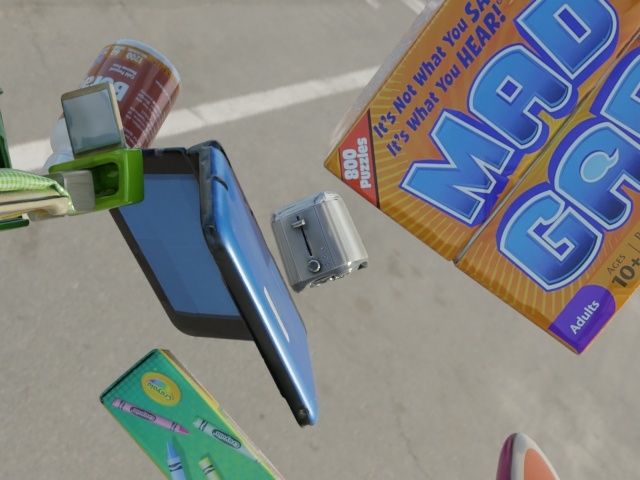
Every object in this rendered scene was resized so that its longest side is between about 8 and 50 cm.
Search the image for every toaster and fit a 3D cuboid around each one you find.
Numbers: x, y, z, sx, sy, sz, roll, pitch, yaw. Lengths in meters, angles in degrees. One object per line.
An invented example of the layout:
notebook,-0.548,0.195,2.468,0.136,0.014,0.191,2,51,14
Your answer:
toaster,0.000,0.000,1.745,0.227,0.129,0.146,-9,78,-76

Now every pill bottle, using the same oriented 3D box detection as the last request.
pill bottle,-0.279,-0.150,1.342,0.121,0.121,0.216,32,60,-17

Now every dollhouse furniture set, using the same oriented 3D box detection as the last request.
dollhouse furniture set,-0.323,-0.082,0.923,0.301,0.198,0.151,-18,97,-68

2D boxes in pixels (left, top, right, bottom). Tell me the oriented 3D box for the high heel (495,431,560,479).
high heel,0.230,0.442,1.295,0.127,0.181,0.377,23,52,-30

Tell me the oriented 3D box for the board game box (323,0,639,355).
board game box,0.252,-0.146,1.238,0.356,0.356,0.356,36,10,-5

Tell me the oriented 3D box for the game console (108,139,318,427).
game console,-0.135,0.052,1.118,0.250,0.173,0.293,-101,170,-55

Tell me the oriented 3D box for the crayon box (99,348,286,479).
crayon box,-0.105,0.241,1.081,0.278,0.081,0.165,48,-8,2
